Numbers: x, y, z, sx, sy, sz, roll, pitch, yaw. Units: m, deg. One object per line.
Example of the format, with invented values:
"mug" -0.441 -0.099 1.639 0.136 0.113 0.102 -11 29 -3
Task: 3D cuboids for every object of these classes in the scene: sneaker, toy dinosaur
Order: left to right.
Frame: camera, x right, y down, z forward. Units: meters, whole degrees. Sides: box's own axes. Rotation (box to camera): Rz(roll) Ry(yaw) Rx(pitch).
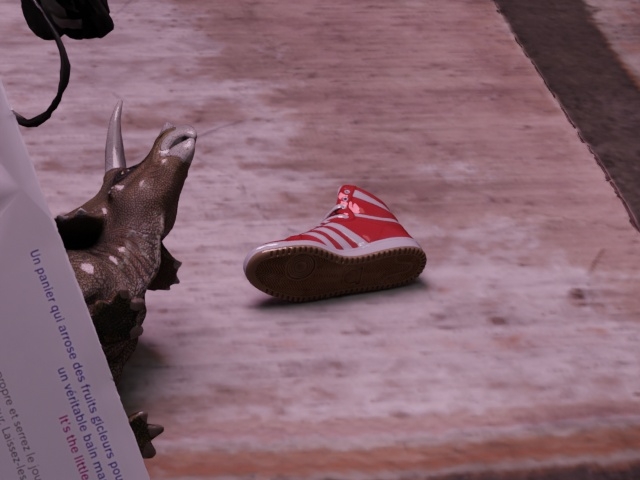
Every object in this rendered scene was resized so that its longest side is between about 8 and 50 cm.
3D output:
"toy dinosaur" -0.177 0.058 0.932 0.313 0.121 0.160 -28 30 -13
"sneaker" 0.000 0.000 1.084 0.118 0.042 0.067 -2 39 -26

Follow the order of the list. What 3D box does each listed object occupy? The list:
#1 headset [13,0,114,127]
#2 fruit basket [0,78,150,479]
"headset" -0.278 -0.050 0.863 0.394 0.185 0.243 -25 25 18
"fruit basket" -0.285 0.025 0.710 0.353 0.327 0.165 -21 -2 -16
